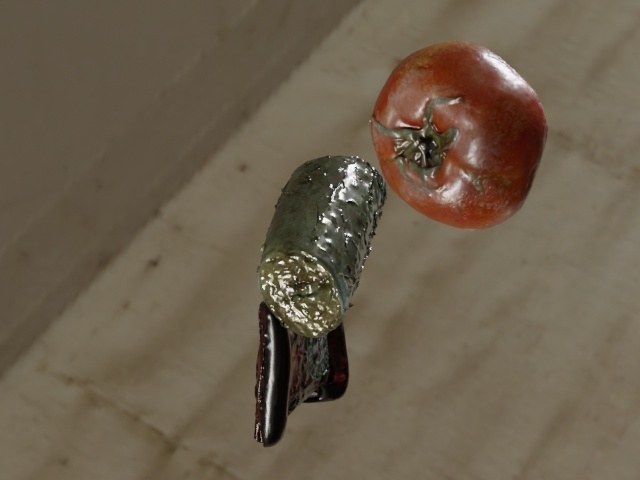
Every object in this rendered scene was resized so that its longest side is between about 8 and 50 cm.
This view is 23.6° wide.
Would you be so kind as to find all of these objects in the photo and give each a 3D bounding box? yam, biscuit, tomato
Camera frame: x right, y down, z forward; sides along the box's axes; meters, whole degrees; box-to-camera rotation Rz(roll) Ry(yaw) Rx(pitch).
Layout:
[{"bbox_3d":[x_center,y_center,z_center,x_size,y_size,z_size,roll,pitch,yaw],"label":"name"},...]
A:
[{"bbox_3d":[0.000,0.000,1.427,0.183,0.107,0.107,-72,-7,-50],"label":"yam"},{"bbox_3d":[-0.026,0.113,1.546,0.235,0.063,0.151,-27,-58,-69],"label":"biscuit"},{"bbox_3d":[0.158,-0.122,1.874,0.095,0.236,0.237,-21,-45,-54],"label":"tomato"}]
